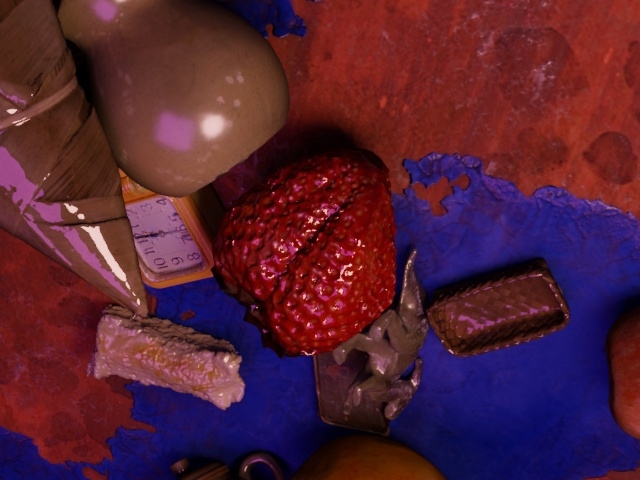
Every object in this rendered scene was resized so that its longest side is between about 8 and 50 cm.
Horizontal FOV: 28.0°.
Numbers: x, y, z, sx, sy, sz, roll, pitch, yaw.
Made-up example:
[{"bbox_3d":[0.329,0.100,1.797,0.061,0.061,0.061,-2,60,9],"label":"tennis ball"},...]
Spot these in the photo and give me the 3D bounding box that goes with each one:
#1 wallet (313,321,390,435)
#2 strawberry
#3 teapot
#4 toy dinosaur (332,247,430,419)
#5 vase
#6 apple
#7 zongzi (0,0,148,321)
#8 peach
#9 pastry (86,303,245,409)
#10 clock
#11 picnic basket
[{"bbox_3d":[0.046,0.192,1.930,0.121,0.031,0.232,8,126,18],"label":"wallet"},{"bbox_3d":[0.000,0.000,1.669,0.250,0.238,0.288,36,120,17],"label":"strawberry"},{"bbox_3d":[-0.182,0.433,2.107,0.267,0.185,0.175,-30,83,2],"label":"teapot"},{"bbox_3d":[0.094,0.154,1.817,0.077,0.162,0.294,39,138,25],"label":"toy dinosaur"},{"bbox_3d":[-0.221,-0.205,1.608,0.329,0.241,0.302,-26,104,44],"label":"vase"},{"bbox_3d":[0.463,0.175,1.680,0.173,0.188,0.188,-1,126,6],"label":"apple"},{"bbox_3d":[-0.457,-0.087,1.599,0.500,0.218,0.467,-9,103,47],"label":"zongzi"},{"bbox_3d":[0.090,0.447,1.917,0.332,0.307,0.308,29,139,41],"label":"peach"},{"bbox_3d":[-0.232,0.177,1.972,0.258,0.089,0.122,11,125,9],"label":"pastry"},{"bbox_3d":[-0.222,-0.039,1.805,0.143,0.096,0.202,-15,120,24],"label":"clock"},{"bbox_3d":[0.247,0.092,1.772,0.193,0.055,0.110,-18,117,29],"label":"picnic basket"}]
